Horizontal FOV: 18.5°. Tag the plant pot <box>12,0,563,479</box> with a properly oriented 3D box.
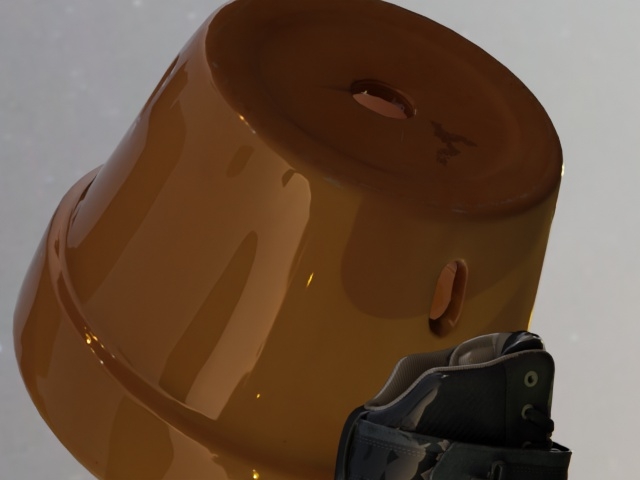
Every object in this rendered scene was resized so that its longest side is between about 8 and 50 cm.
[{"bbox_3d":[0.000,0.000,1.054,0.291,0.291,0.203,-53,-11,-56],"label":"plant pot"}]

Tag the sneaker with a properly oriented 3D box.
[{"bbox_3d":[0.109,0.125,0.823,0.086,0.226,0.163,168,112,-75],"label":"sneaker"}]
